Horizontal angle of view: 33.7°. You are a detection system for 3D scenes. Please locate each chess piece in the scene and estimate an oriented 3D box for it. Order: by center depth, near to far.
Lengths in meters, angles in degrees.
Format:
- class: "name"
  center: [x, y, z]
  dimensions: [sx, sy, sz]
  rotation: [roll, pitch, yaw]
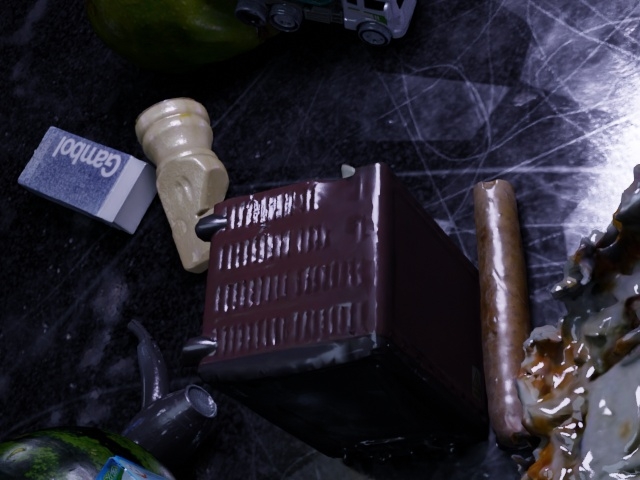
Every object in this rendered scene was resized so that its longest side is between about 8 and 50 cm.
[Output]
- class: "chess piece"
  center: [-0.148, -0.062, 1.230]
  dimensions: [0.090, 0.090, 0.200]
  rotation: [-30, 62, 17]

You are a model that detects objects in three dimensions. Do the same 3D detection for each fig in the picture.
- class: "fig"
  center: [-0.168, -0.286, 1.297]
  dimensions: [0.245, 0.195, 0.195]
  rotation: [32, 85, 20]

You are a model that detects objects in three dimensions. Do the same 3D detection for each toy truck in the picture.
- class: "toy truck"
  center: [-0.018, -0.308, 1.196]
  dimensions: [0.253, 0.124, 0.114]
  rotation: [13, 72, 12]

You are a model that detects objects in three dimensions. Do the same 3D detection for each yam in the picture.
- class: "yam"
  center: [0.167, 0.062, 0.955]
  dimensions: [0.046, 0.046, 0.264]
  rotation: [-16, 56, 27]

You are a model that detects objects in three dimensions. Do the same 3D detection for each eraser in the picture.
- class: "eraser"
  center: [-0.296, -0.078, 1.352]
  dimensions: [0.212, 0.046, 0.092]
  rotation: [21, 78, 40]

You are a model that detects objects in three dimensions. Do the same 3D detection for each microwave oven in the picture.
- class: "microwave oven"
  center: [0.025, 0.079, 0.914]
  dimensions: [0.178, 0.247, 0.188]
  rotation: [-10, 61, 27]

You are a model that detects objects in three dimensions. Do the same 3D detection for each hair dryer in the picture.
- class: "hair dryer"
  center: [-0.200, 0.173, 1.148]
  dimensions: [0.195, 0.075, 0.219]
  rotation: [-41, 38, 20]

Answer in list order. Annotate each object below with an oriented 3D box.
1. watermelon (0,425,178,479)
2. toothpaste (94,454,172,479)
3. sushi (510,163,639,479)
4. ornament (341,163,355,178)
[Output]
- class: "watermelon"
  center: [-0.230, 0.300, 0.957]
  dimensions: [0.269, 0.269, 0.269]
  rotation: [-16, 57, 27]
- class: "toothpaste"
  center: [-0.094, 0.250, 0.880]
  dimensions: [0.050, 0.266, 0.065]
  rotation: [27, 81, 40]
- class: "sushi"
  center: [0.322, 0.121, 0.727]
  dimensions: [0.417, 0.176, 0.417]
  rotation: [-16, 58, 27]
- class: "ornament"
  center: [0.000, 0.000, 1.084]
  dimensions: [0.075, 0.081, 0.156]
  rotation: [35, 83, 37]
